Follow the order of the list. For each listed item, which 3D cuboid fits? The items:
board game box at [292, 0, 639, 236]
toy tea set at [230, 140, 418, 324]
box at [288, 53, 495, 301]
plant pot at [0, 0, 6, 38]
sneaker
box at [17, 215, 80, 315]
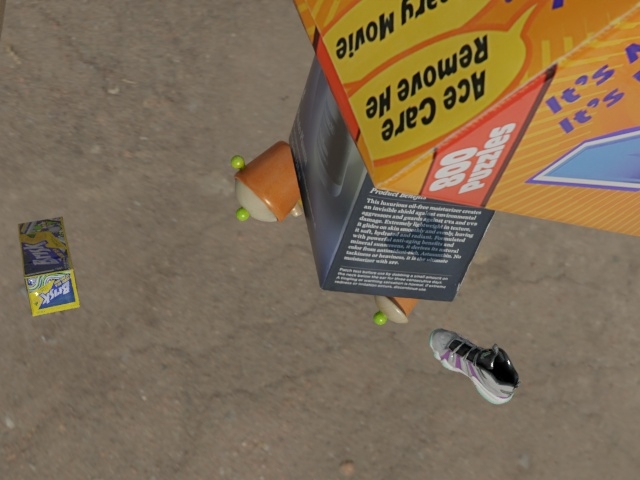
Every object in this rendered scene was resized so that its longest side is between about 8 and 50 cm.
[{"bbox_3d":[0.194,-0.243,0.499,0.357,0.356,0.356,6,57,-51],"label":"board game box"},{"bbox_3d":[0.000,0.000,1.491,0.124,0.336,0.200,-45,160,-7],"label":"toy tea set"},{"bbox_3d":[0.093,-0.138,1.218,0.183,0.296,0.294,6,130,-18],"label":"box"},{"bbox_3d":[-0.481,-0.218,1.212,0.263,0.263,0.229,25,100,-28],"label":"plant pot"},{"bbox_3d":[0.151,0.109,0.987,0.098,0.069,0.038,37,65,10],"label":"sneaker"},{"bbox_3d":[-0.335,0.029,1.274,0.059,0.169,0.054,-11,115,-14],"label":"box"}]
